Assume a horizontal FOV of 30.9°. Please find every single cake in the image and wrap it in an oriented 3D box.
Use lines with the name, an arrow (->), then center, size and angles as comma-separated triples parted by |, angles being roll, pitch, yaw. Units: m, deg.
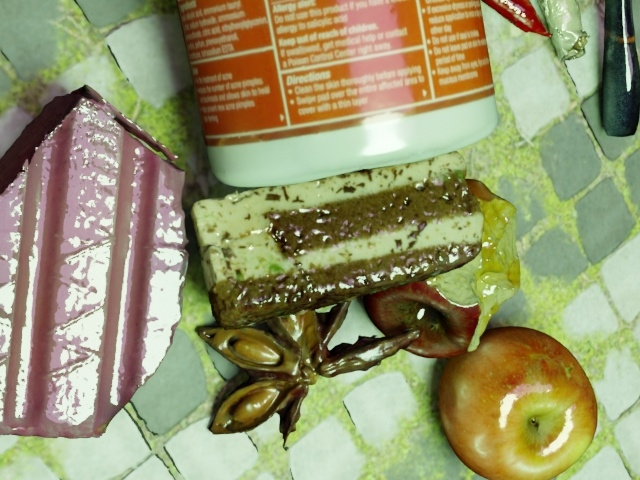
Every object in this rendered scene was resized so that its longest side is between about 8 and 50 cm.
cake -> 0.009, -0.003, 0.973 | 0.246, 0.135, 0.112 | -14, 83, 13

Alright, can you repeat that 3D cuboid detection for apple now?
apple -> 0.195, 0.164, 1.167 | 0.163, 0.139, 0.163 | -4, 103, -16
apple -> 0.115, 0.022, 1.111 | 0.156, 0.147, 0.158 | 48, 51, -25

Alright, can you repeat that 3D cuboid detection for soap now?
soap -> -0.209, 0.016, 0.963 | 0.182, 0.112, 0.289 | 4, 92, -27

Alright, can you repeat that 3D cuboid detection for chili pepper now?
chili pepper -> 0.146, -0.297, 1.160 | 0.050, 0.059, 0.268 | -32, 115, 19

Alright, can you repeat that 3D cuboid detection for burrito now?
burrito -> 0.241, -0.277, 1.212 | 0.045, 0.041, 0.185 | -16, 101, 0

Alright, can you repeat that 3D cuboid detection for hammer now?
hammer -> 0.308, -0.247, 1.216 | 0.037, 0.137, 0.289 | -17, 115, -25

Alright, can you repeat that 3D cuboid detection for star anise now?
star anise -> -0.034, 0.096, 1.072 | 0.212, 0.053, 0.157 | -39, 83, 4

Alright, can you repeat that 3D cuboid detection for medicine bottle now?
medicine bottle -> 0.010, -0.183, 0.981 | 0.253, 0.252, 0.240 | -14, 101, -25
